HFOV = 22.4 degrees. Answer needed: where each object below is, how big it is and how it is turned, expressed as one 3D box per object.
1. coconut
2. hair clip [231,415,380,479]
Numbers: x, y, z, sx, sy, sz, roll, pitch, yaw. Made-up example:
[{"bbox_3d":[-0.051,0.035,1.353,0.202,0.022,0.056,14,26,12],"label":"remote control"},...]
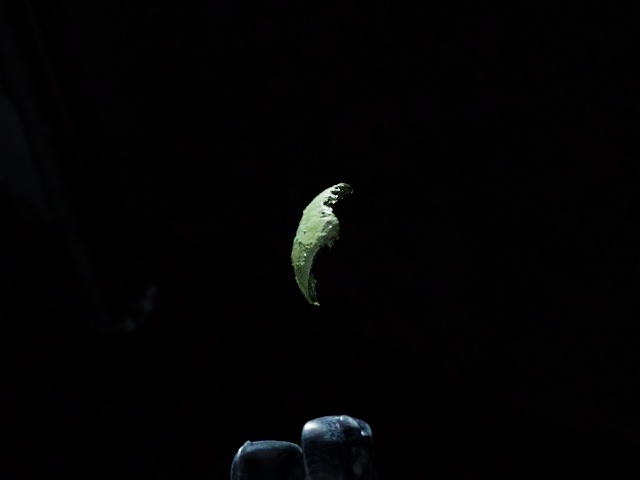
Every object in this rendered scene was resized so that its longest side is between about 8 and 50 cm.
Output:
[{"bbox_3d":[-0.004,-0.002,2.037,0.055,0.158,0.133,15,-10,2],"label":"coconut"},{"bbox_3d":[0.009,0.324,1.470,0.194,0.206,0.310,-26,-88,33],"label":"hair clip"}]
